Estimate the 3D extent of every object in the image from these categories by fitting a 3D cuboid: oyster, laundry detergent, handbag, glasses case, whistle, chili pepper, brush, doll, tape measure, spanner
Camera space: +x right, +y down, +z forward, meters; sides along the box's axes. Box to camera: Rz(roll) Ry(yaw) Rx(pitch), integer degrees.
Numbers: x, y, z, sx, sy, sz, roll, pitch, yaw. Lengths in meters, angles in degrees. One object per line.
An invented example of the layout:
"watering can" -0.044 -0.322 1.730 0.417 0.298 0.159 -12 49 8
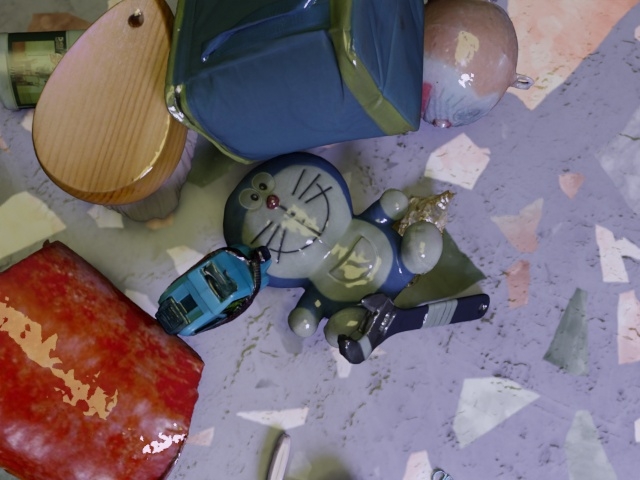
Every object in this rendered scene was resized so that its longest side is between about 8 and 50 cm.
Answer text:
"oyster" 0.127 0.002 0.970 0.146 0.045 0.121 -15 100 -10
"laundry detergent" -0.307 -0.229 0.909 0.226 0.070 0.099 -6 96 -13
"handbag" -0.020 -0.229 0.794 0.241 0.222 0.263 -7 69 30
"glasses case" -0.056 0.298 0.904 0.021 0.032 0.083 16 82 -4
"whistle" 0.121 -0.260 0.938 0.348 0.189 0.189 21 80 7
"chili pepper" -0.290 0.164 0.806 0.305 0.229 0.251 37 88 -13
"brush" -0.230 -0.164 0.849 0.174 0.166 0.266 19 88 5
"doll" 0.000 0.000 0.886 0.258 0.154 0.228 38 86 -4
"tape measure" -0.120 0.058 0.802 0.146 0.125 0.081 -35 88 27
"spanner" 0.134 0.093 0.868 0.316 0.024 0.087 -3 114 -46

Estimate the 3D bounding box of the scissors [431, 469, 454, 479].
"scissors" 0.153 0.358 0.943 0.036 0.006 0.083 39 79 -4
